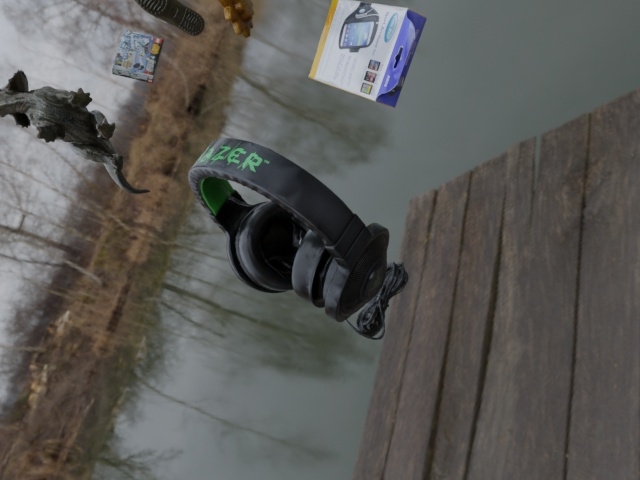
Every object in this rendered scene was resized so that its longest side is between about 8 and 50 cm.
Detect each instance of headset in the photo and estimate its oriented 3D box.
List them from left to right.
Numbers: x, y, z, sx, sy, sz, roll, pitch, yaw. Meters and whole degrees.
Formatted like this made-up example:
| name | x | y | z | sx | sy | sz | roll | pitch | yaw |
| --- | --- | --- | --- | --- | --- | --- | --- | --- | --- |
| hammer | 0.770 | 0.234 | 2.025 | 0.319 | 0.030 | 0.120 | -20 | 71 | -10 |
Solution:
| name | x | y | z | sx | sy | sz | roll | pitch | yaw |
| --- | --- | --- | --- | --- | --- | --- | --- | --- | --- |
| headset | 0.000 | 0.000 | 0.806 | 0.243 | 0.394 | 0.185 | 15 | 62 | 44 |

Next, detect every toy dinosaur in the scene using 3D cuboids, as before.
| name | x | y | z | sx | sy | sz | roll | pitch | yaw |
| --- | --- | --- | --- | --- | --- | --- | --- | --- | --- |
| toy dinosaur | -0.400 | -0.187 | 0.999 | 0.160 | 0.313 | 0.121 | 31 | 93 | 47 |

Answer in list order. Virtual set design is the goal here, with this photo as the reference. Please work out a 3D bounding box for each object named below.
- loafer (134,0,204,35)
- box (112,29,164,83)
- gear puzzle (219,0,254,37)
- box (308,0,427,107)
| name | x | y | z | sx | sy | sz | roll | pitch | yaw |
| --- | --- | --- | --- | --- | --- | --- | --- | --- | --- |
| loafer | -0.277 | -0.415 | 1.080 | 0.056 | 0.148 | 0.050 | -55 | 25 | 3 |
| box | -0.427 | -0.433 | 1.429 | 0.027 | 0.093 | 0.137 | 115 | 162 | -52 |
| gear puzzle | -0.148 | -0.409 | 0.728 | 0.044 | 0.339 | 0.175 | -11 | 29 | 18 |
| box | 0.043 | -0.174 | 0.558 | 0.136 | 0.028 | 0.081 | 37 | 113 | 49 |
